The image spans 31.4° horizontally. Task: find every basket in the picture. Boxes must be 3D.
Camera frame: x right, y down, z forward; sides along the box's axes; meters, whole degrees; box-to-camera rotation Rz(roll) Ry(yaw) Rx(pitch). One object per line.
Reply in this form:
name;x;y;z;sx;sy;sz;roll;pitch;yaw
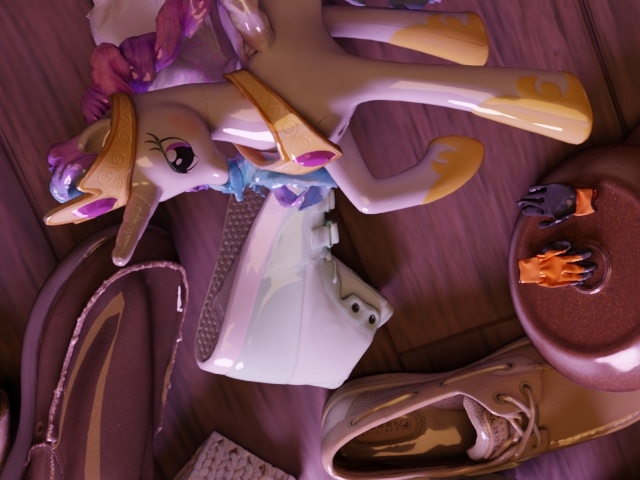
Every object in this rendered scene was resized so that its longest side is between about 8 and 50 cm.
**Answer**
basket;-0.108;0.272;1.024;0.103;0.113;0.167;35;106;-4

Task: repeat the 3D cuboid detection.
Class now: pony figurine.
pony figurine;-0.038;-0.161;0.801;0.363;0.303;0.351;-10;66;-19

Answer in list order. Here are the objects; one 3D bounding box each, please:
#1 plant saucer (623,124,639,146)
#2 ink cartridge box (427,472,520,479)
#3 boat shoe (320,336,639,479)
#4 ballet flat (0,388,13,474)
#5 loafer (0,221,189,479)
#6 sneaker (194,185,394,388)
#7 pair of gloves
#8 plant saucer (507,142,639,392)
plant saucer;0.372;0.014;0.911;0.310;0.050;0.311;0;94;1
ink cartridge box;0.134;0.249;0.964;0.150;0.109;0.063;6;111;40
boat shoe;0.148;0.152;0.973;0.302;0.098;0.109;-10;105;5
ballet flat;-0.349;0.262;1.060;0.106;0.108;0.316;33;113;-26
loafer;-0.178;0.162;0.963;0.130;0.133;0.366;32;113;39
sneaker;0.000;0.000;0.959;0.151;0.094;0.256;17;93;-26
pair of gloves;0.185;-0.004;0.898;0.074;0.010;0.083;-2;86;47
plant saucer;0.219;0.021;0.896;0.198;0.036;0.199;-2;87;47
